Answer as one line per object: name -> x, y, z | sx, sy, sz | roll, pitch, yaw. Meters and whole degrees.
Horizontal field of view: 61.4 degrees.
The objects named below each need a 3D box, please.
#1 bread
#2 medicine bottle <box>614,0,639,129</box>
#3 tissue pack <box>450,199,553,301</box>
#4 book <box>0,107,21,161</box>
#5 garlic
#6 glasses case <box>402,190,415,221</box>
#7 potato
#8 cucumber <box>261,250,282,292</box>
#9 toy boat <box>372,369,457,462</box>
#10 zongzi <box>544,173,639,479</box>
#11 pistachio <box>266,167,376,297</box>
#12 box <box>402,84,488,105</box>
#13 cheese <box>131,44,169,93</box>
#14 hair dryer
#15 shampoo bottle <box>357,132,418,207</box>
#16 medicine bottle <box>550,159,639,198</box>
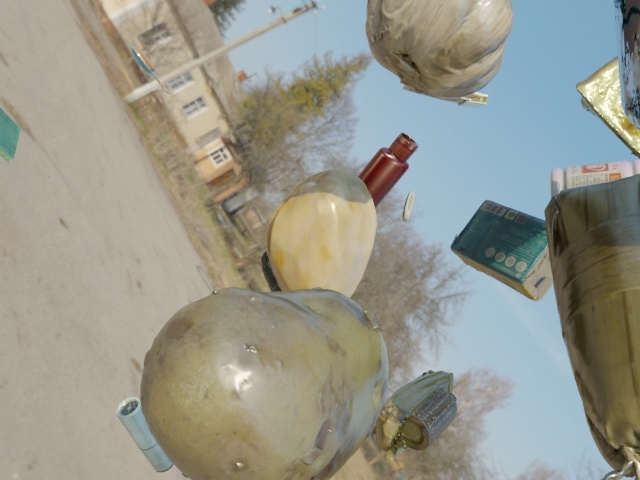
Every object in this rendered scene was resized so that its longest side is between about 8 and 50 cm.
bread -> 0.663, -0.254, 1.196 | 0.233, 0.245, 0.362 | 51, -4, 9
medicine bottle -> 0.219, -0.157, 0.296 | 0.119, 0.094, 0.188 | -57, 135, -63
tissue pack -> 0.526, 0.023, 1.482 | 0.134, 0.192, 0.271 | 38, -1, -36
book -> -0.640, -0.230, 1.046 | 0.135, 0.017, 0.103 | 66, 9, -52
garlic -> 0.159, -0.295, 0.773 | 0.227, 0.152, 0.228 | 26, -6, 3
glasses case -> 0.213, -0.083, 1.302 | 0.021, 0.083, 0.032 | 16, -27, 2
potato -> -0.035, 0.120, 0.441 | 0.165, 0.165, 0.262 | 57, 22, 19
cucumber -> -0.112, 0.151, 1.624 | 0.072, 0.081, 0.303 | 7, -40, 34
toy boat -> 0.211, 0.359, 1.121 | 0.115, 0.310, 0.090 | 12, -75, 37
zongzi -> 0.512, 0.211, 0.795 | 0.467, 0.218, 0.500 | 42, 43, -34
pistachio -> 0.000, 0.000, 1.122 | 0.230, 0.229, 0.309 | -132, -135, -64
box -> 0.306, -0.367, 1.334 | 0.109, 0.198, 0.029 | -72, 177, -81
cheese -> -0.330, -0.331, 1.043 | 0.111, 0.017, 0.047 | 54, 6, -18
hair dryer -> -0.238, 0.280, 0.917 | 0.044, 0.183, 0.155 | 20, -42, 38
shampoo bottle -> 0.155, -0.167, 1.429 | 0.102, 0.260, 0.064 | 25, 30, -27
medicine bottle -> 0.850, -0.130, 1.575 | 0.202, 0.315, 0.202 | 16, 72, -61
